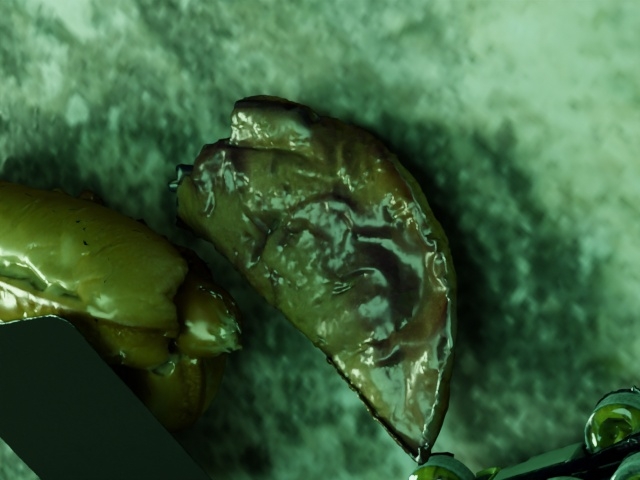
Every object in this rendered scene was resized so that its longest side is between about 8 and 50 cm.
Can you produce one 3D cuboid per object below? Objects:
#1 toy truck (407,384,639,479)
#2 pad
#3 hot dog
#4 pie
[{"bbox_3d":[0.090,0.116,0.507,0.169,0.077,0.100,-25,96,35],"label":"toy truck"},{"bbox_3d":[-0.110,0.076,0.643,0.157,0.003,0.112,-11,124,52],"label":"pad"},{"bbox_3d":[-0.125,0.014,0.657,0.249,0.076,0.102,16,141,35],"label":"hot dog"},{"bbox_3d":[0.000,0.000,0.578,0.170,0.034,0.092,39,115,34],"label":"pie"}]
